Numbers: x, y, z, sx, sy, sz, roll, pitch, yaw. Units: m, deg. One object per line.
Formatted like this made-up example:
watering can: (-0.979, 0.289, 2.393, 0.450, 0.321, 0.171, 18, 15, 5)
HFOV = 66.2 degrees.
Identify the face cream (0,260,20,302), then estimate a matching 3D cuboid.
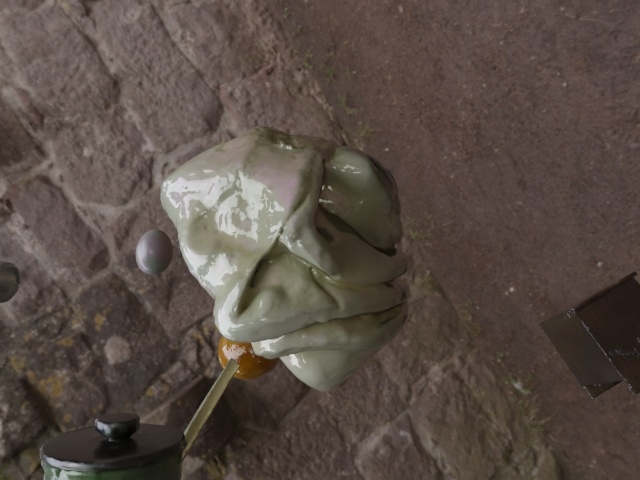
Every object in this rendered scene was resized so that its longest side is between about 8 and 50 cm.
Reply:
face cream: (-0.678, 0.048, 0.856, 0.270, 0.073, 0.107, 12, 163, -1)

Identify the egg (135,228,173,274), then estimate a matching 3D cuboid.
egg: (-0.486, 0.034, 1.441, 0.103, 0.103, 0.134, 5, 88, 65)

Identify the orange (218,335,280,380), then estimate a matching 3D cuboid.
orange: (-0.157, 0.250, 1.138, 0.159, 0.159, 0.136, 27, 152, 55)

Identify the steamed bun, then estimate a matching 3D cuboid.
steamed bun: (0.000, 0.000, 0.526, 0.280, 0.207, 0.268, 56, -171, 34)

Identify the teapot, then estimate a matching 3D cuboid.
teapot: (-0.251, 0.404, 0.635, 0.200, 0.271, 0.336, 14, -105, -65)

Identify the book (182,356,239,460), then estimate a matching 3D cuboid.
book: (-0.248, 0.373, 0.905, 0.026, 0.289, 0.201, 31, 135, -2)

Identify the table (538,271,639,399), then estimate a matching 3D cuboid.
table: (0.622, 0.206, 1.044, 0.193, 0.173, 0.169, 60, 170, 19)
